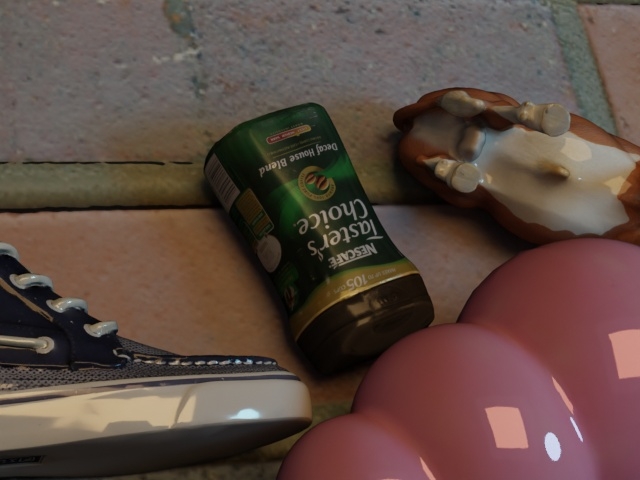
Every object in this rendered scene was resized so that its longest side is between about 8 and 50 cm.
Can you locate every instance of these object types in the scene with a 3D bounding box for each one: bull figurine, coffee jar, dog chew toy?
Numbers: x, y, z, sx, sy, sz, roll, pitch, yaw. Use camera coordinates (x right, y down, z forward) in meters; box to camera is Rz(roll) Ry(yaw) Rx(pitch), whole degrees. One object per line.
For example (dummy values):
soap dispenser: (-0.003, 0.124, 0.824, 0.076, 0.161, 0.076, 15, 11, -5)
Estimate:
bull figurine: (0.203, -0.038, 1.383, 0.310, 0.188, 0.101, 15, 90, -6)
coffee jar: (0.000, 0.000, 1.316, 0.096, 0.079, 0.184, -20, 72, -31)
dog chew toy: (0.114, 0.132, 1.223, 0.332, 0.206, 0.206, -26, 74, -25)

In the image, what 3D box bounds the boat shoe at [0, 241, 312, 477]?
boat shoe: (-0.174, 0.062, 1.174, 0.340, 0.127, 0.158, -2, 70, -23)
